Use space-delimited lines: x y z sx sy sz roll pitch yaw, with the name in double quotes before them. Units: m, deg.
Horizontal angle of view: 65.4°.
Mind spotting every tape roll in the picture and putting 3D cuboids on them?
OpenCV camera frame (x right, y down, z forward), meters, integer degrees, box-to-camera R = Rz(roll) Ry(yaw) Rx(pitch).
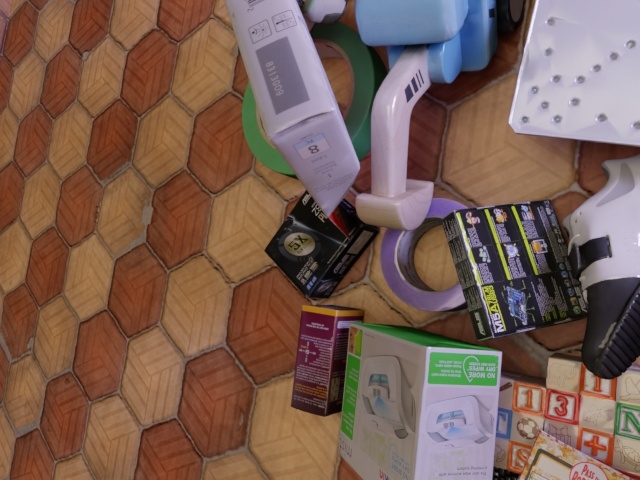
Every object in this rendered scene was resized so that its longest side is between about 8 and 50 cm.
"tape roll" -0.018 -0.285 1.029 0.322 0.077 0.320 -4 82 32
"tape roll" 0.203 0.027 0.845 0.189 0.080 0.188 -5 81 31

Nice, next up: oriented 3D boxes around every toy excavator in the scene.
"toy excavator" 0.148 -0.298 0.780 0.223 0.432 0.445 13 49 33

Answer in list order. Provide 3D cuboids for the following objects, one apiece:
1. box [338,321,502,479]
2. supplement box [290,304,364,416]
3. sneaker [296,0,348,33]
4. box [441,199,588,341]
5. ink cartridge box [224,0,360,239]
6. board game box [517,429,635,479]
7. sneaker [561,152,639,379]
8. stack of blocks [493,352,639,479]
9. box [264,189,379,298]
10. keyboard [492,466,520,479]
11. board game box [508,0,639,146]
"box" 0.138 0.257 0.756 0.262 0.127 0.230 177 100 -71
"supplement box" 0.015 0.216 0.924 0.081 0.104 0.188 4 86 33
"sneaker" -0.075 -0.454 0.865 0.410 0.182 0.157 25 98 69
"box" 0.289 0.039 0.737 0.045 0.184 0.190 129 130 -66
"ink cartridge box" -0.013 -0.199 0.755 0.091 0.385 0.308 -23 67 9
"board game box" 0.306 0.362 0.618 0.147 0.045 0.193 24 80 33
"sneaker" 0.401 0.026 0.689 0.146 0.122 0.330 13 69 47
"stack of blocks" 0.350 0.252 0.716 0.297 0.087 0.171 4 85 33
"box" 0.000 0.000 0.978 0.147 0.078 0.180 46 108 29
"keyboard" 0.308 0.432 0.758 0.108 0.023 0.180 -1 84 32
"board game box" 0.481 -0.303 0.625 0.390 0.050 0.389 14 95 28
